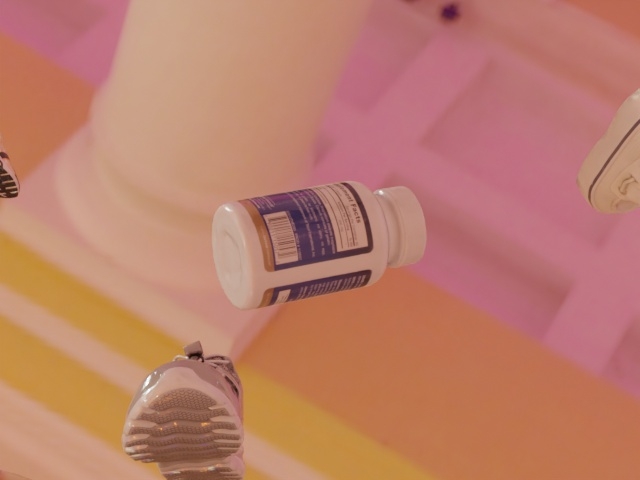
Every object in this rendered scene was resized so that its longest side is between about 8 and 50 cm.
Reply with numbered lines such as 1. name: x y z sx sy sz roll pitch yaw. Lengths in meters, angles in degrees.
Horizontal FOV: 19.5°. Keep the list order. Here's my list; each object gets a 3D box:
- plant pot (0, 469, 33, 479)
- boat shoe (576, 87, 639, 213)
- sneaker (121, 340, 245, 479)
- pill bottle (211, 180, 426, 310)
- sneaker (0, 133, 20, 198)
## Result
1. plant pot: -0.147 0.218 0.812 0.205 0.205 0.188 1 -175 -23
2. boat shoe: 0.113 -0.023 0.624 0.035 0.100 0.035 -26 -105 -14
3. sneaker: -0.121 0.141 1.652 0.105 0.281 0.115 -2 -107 -2
4. pill bottle: 0.000 0.000 1.128 0.120 0.067 0.067 -10 -130 -22
5. sneaker: -0.332 -0.087 1.898 0.040 0.109 0.043 -4 -134 18
